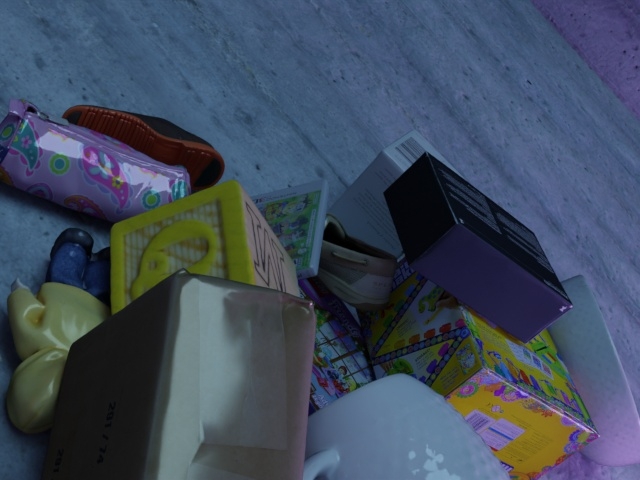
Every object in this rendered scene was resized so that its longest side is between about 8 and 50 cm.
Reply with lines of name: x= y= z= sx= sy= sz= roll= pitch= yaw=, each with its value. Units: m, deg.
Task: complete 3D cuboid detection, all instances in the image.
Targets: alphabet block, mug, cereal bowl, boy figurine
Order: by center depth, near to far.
mug: x=0.083 y=0.343 z=1.150 sx=0.374 sy=0.276 sz=0.328 roll=1 pitch=56 yaw=-58
boy figurine: x=-0.305 y=0.116 z=1.198 sx=0.177 sy=0.092 sz=0.285 roll=27 pitch=39 yaw=-22
alphabet block: x=-0.141 y=0.073 z=1.255 sx=0.197 sy=0.192 sz=0.193 roll=59 pitch=13 yaw=-49
cereal bowl: x=0.453 y=0.239 z=1.715 sx=0.339 sy=0.141 sz=0.338 roll=-18 pitch=90 yaw=-79

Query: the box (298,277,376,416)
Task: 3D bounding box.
box: x=0.006 y=0.190 z=1.456 sx=0.201 sy=0.057 sz=0.293 roll=-15 pitch=64 yaw=-52

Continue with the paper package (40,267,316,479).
paper package: x=-0.158 y=0.233 z=0.976 sx=0.168 sy=0.309 sz=0.324 roll=19 pitch=61 yaw=-28

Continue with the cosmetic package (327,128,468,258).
cosmetic package: x=0.138 y=-0.072 z=1.748 sx=0.151 sy=0.183 sz=0.151 roll=46 pitch=35 yaw=5

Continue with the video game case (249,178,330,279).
video game case: x=-0.087 y=-0.004 z=1.468 sx=0.212 sy=0.193 sz=0.023 roll=-82 pitch=153 yaw=-49

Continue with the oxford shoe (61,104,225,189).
oxford shoe: x=-0.284 y=-0.154 z=1.517 sx=0.271 sy=0.097 sz=0.098 roll=20 pitch=21 yaw=-36

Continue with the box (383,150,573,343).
box: x=0.231 y=0.012 z=1.439 sx=0.261 sy=0.103 sz=0.184 roll=33 pitch=23 yaw=-30

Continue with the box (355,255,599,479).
box: x=0.237 y=0.194 z=1.509 sx=0.290 sy=0.177 sz=0.279 roll=31 pitch=28 yaw=-33

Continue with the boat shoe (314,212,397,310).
boat shoe: x=0.000 y=0.000 z=1.531 sx=0.109 sy=0.098 sz=0.302 roll=-8 pitch=33 yaw=-46

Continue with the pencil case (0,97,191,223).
pencil case: x=-0.326 y=-0.100 z=1.377 sx=0.284 sy=0.124 sz=0.124 roll=23 pitch=40 yaw=-28
